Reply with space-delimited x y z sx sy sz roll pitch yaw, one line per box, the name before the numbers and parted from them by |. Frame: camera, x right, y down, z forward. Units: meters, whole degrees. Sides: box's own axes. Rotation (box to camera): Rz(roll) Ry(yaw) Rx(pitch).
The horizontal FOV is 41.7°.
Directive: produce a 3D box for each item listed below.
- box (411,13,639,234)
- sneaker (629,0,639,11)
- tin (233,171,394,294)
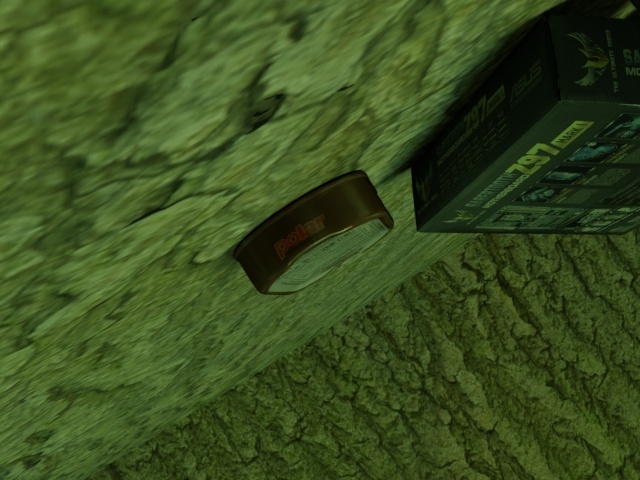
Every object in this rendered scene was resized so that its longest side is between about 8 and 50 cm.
box | 0.184 -0.063 0.568 0.183 0.059 0.232 0 162 -13
sneaker | 0.209 -0.134 0.288 0.083 0.118 0.222 -28 171 -32
tin | 0.000 0.000 0.605 0.106 0.040 0.190 -29 173 6
